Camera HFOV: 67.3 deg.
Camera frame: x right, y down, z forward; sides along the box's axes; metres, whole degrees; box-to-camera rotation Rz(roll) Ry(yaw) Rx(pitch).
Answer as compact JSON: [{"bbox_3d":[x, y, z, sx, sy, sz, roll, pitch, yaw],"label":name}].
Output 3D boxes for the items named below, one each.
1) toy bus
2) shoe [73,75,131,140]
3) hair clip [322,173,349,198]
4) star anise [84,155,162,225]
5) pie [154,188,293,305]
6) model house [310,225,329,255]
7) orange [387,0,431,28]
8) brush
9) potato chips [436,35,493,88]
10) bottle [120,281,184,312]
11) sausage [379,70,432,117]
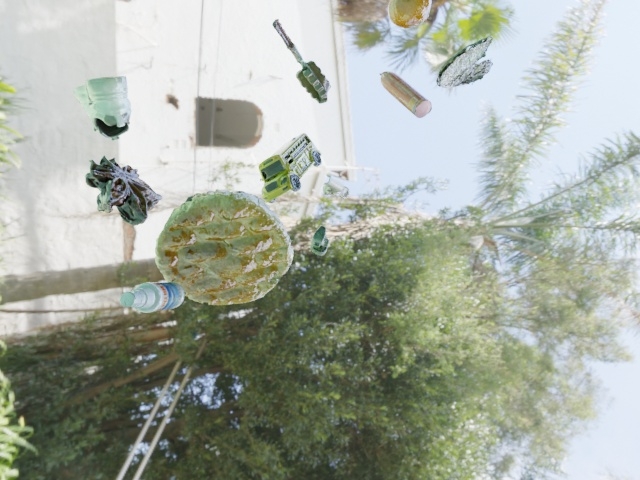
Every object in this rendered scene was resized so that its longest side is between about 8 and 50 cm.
[{"bbox_3d":[-0.125,-0.276,1.812,0.145,0.331,0.151,-22,-69,33],"label":"toy bus"},{"bbox_3d":[-0.582,-0.352,1.313,0.316,0.124,0.159,12,-63,60],"label":"shoe"},{"bbox_3d":[0.041,-0.130,1.166,0.226,0.072,0.034,117,-15,-89],"label":"hair clip"},{"bbox_3d":[-0.520,-0.125,1.265,0.099,0.220,0.214,-36,-108,15],"label":"star anise"},{"bbox_3d":[-0.228,0.026,1.142,0.083,0.339,0.339,-104,-150,-49],"label":"pie"},{"bbox_3d":[0.000,0.000,1.715,0.083,0.066,0.079,103,11,-59],"label":"model house"},{"bbox_3d":[0.274,-0.711,1.467,0.135,0.135,0.118,-20,-77,54],"label":"orange"},{"bbox_3d":[-0.061,-0.552,1.488,0.071,0.301,0.084,-2,-121,35],"label":"brush"},{"bbox_3d":[0.456,-0.537,1.484,0.202,0.220,0.029,-36,-111,30],"label":"potato chips"},{"bbox_3d":[-0.325,0.110,0.926,0.217,0.060,0.060,45,36,-84],"label":"bottle"},{"bbox_3d":[0.301,-0.551,1.772,0.274,0.074,0.074,55,-44,35],"label":"sausage"}]
